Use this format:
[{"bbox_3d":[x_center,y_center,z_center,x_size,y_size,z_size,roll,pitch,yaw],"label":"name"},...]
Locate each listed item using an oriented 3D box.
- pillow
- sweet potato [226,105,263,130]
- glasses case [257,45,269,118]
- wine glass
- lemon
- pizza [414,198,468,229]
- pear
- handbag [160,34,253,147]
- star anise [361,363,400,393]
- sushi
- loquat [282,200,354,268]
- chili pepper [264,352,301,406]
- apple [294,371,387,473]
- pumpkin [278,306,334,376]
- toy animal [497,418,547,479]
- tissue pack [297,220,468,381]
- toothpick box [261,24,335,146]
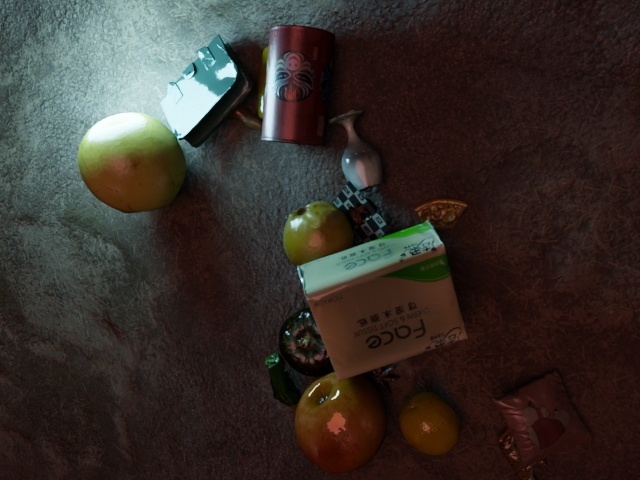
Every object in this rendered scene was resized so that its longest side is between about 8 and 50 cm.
[{"bbox_3d":[0.644,0.519,1.560,0.223,0.084,0.236,-26,86,0],"label":"pillow"},{"bbox_3d":[-0.260,-0.414,1.788,0.219,0.051,0.065,25,144,15],"label":"sweet potato"},{"bbox_3d":[-0.164,-0.509,1.734,0.079,0.064,0.234,10,100,27],"label":"glasses case"},{"bbox_3d":[0.114,-0.271,1.641,0.127,0.126,0.241,-16,90,21],"label":"wine glass"},{"bbox_3d":[0.339,0.567,1.647,0.178,0.178,0.203,-38,96,20],"label":"lemon"},{"bbox_3d":[0.366,-0.079,1.623,0.160,0.036,0.098,-2,97,20],"label":"pizza"},{"bbox_3d":[-0.626,-0.256,1.792,0.349,0.348,0.348,3,98,19],"label":"pear"},{"bbox_3d":[-0.390,-0.493,1.779,0.326,0.089,0.238,-42,62,21],"label":"handbag"},{"bbox_3d":[0.194,0.441,1.751,0.141,0.042,0.140,2,98,18],"label":"star anise"},{"bbox_3d":[0.133,-0.079,1.662,0.192,0.051,0.215,50,154,6],"label":"sushi"},{"bbox_3d":[0.000,0.000,1.667,0.244,0.244,0.243,3,98,19],"label":"loquat"},{"bbox_3d":[-0.130,0.476,1.786,0.084,0.099,0.253,-12,132,4],"label":"chili pepper"},{"bbox_3d":[0.060,0.558,1.674,0.299,0.299,0.275,-15,116,21],"label":"apple"},{"bbox_3d":[-0.023,0.333,1.751,0.238,0.159,0.237,2,95,23],"label":"pumpkin"},{"bbox_3d":[0.608,0.655,1.626,0.099,0.057,0.241,-37,85,20],"label":"toy animal"},{"bbox_3d":[0.179,0.175,1.534,0.405,0.205,0.331,-19,114,2],"label":"tissue pack"},{"bbox_3d":[-0.069,-0.464,1.638,0.204,0.204,0.333,10,101,18],"label":"toothpick box"}]
